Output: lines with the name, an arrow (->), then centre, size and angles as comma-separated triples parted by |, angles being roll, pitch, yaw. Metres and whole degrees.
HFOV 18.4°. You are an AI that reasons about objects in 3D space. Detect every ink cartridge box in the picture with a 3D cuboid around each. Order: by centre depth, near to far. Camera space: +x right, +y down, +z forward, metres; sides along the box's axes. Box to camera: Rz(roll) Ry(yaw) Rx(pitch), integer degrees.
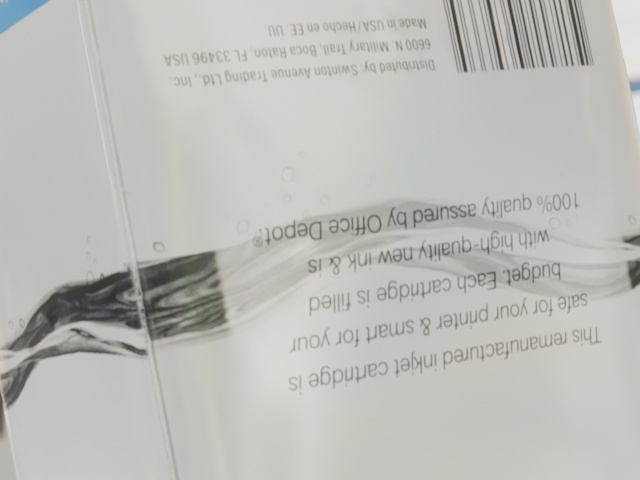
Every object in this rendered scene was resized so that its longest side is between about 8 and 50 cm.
ink cartridge box -> 0.000, 0.000, 0.913 | 0.285, 0.394, 0.166 | -7, 173, -34
